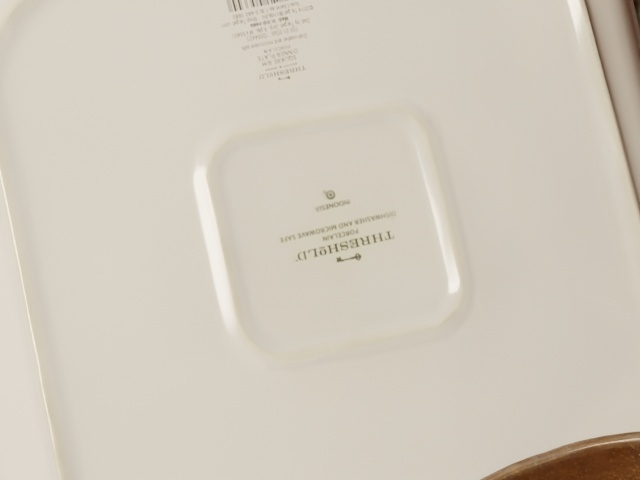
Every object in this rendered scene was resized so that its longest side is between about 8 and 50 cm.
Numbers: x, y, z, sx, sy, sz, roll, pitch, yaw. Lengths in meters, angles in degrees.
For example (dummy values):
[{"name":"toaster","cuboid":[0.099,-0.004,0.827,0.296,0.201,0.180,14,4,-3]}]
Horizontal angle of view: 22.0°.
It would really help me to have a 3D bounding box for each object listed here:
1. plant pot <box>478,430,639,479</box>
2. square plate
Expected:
[{"name":"plant pot","cuboid":[0.123,0.186,0.617,0.167,0.167,0.165,-23,112,-12]},{"name":"square plate","cuboid":[0.000,0.000,0.702,0.347,0.049,0.344,-11,82,-11]}]
